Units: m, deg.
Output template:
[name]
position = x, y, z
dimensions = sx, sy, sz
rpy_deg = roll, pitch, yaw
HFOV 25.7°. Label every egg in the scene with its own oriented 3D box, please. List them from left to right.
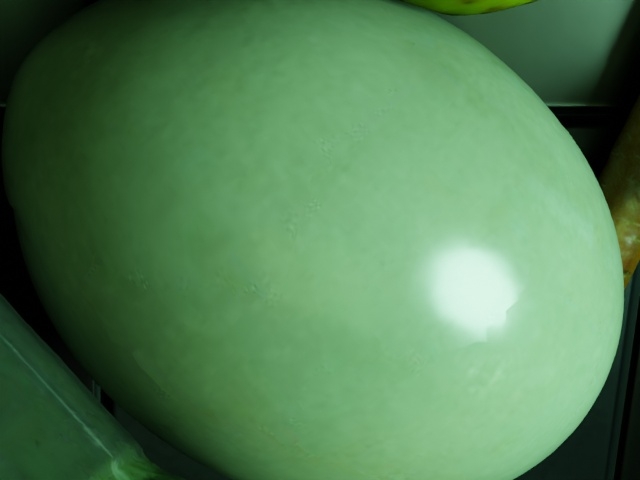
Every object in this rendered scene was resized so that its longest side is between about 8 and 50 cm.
[egg]
position = 0.000, 0.000, 0.523
dimensions = 0.253, 0.186, 0.186
rpy_deg = 34, 103, -23

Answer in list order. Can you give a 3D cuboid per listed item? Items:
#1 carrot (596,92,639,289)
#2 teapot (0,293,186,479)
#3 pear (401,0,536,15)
[carrot]
position = 0.152, -0.049, 0.610
dimensions = 0.043, 0.043, 0.247
rpy_deg = 18, 110, -16
[teapot]
position = -0.199, 0.068, 0.458
dimensions = 0.337, 0.200, 0.270
rpy_deg = 46, 133, 5
[pear]
position = 0.043, -0.196, 0.422
dimensions = 0.238, 0.164, 0.255
rpy_deg = -3, 119, -44
